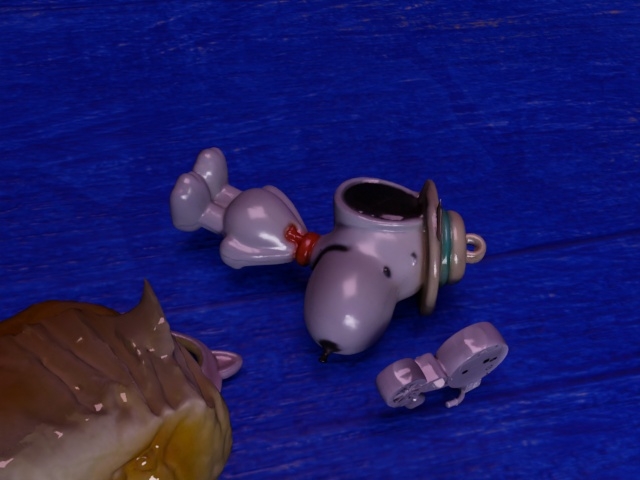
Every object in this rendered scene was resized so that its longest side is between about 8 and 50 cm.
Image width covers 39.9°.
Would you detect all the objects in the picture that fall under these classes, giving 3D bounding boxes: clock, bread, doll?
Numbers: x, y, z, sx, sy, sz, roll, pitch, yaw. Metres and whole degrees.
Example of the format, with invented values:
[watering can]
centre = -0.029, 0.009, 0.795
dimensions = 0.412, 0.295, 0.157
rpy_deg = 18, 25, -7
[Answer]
[clock]
centre = 0.107, 0.119, 0.791
dimensions = 0.129, 0.087, 0.041
rpy_deg = -18, 56, -23
[bread]
centre = -0.235, 0.196, 0.558
dimensions = 0.183, 0.236, 0.388
rpy_deg = 27, 43, 33
[doll]
centre = 0.004, -0.017, 0.867
dimensions = 0.271, 0.144, 0.208
rpy_deg = 41, 63, 21

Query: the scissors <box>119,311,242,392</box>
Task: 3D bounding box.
[scissors]
centre = -0.233, 0.116, 0.784
dimensions = 0.317, 0.024, 0.160
rpy_deg = 10, 48, 0
